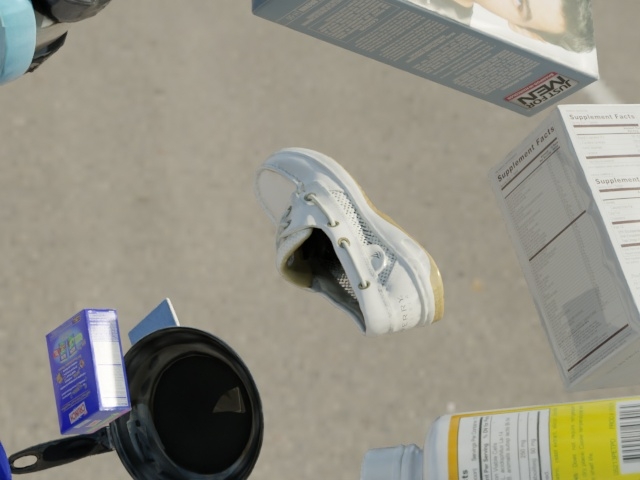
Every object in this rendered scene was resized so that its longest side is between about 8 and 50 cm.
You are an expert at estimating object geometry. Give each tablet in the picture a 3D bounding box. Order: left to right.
[{"bbox_3d":[-0.197,0.112,2.330,0.006,0.083,0.054,5,53,-45],"label":"tablet"}]

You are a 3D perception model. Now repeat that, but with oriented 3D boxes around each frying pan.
[{"bbox_3d":[-0.184,0.228,2.126,0.197,0.326,0.053,55,26,14],"label":"frying pan"}]

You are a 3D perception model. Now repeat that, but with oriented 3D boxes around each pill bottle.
[{"bbox_3d":[0.137,0.159,1.202,0.215,0.117,0.117,-7,19,12],"label":"pill bottle"}]

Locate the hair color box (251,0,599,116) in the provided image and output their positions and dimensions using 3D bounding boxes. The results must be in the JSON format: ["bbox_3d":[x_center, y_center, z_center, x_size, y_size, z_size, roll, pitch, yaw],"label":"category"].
[{"bbox_3d":[0.108,-0.273,1.984,0.374,0.185,0.113,17,-30,-36],"label":"hair color box"}]

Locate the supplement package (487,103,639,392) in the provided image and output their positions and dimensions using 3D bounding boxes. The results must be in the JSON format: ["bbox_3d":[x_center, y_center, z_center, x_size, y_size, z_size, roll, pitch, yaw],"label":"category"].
[{"bbox_3d":[0.283,0.005,1.882,0.133,0.139,0.244,-2,64,-33],"label":"supplement package"}]

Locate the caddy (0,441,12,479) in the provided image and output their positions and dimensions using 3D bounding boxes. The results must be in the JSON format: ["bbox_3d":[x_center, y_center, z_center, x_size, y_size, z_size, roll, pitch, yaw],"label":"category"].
[{"bbox_3d":[-0.472,0.281,1.969,0.341,0.241,0.179,-27,2,-17],"label":"caddy"}]

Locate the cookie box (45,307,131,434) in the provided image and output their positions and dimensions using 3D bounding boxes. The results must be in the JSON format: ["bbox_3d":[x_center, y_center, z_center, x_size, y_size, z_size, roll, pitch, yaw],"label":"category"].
[{"bbox_3d":[-0.234,0.133,1.969,0.040,0.107,0.092,2,-21,-35],"label":"cookie box"}]

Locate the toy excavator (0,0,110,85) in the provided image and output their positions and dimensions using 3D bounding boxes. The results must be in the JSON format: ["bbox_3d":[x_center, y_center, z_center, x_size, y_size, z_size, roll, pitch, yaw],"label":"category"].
[{"bbox_3d":[-0.463,-0.313,1.819,0.445,0.433,0.222,-26,0,-33],"label":"toy excavator"}]

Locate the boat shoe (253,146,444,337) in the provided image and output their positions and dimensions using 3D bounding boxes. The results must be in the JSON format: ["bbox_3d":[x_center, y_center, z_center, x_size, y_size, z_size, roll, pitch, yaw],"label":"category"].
[{"bbox_3d":[0.000,0.000,1.767,0.096,0.098,0.277,-22,36,-23],"label":"boat shoe"}]
